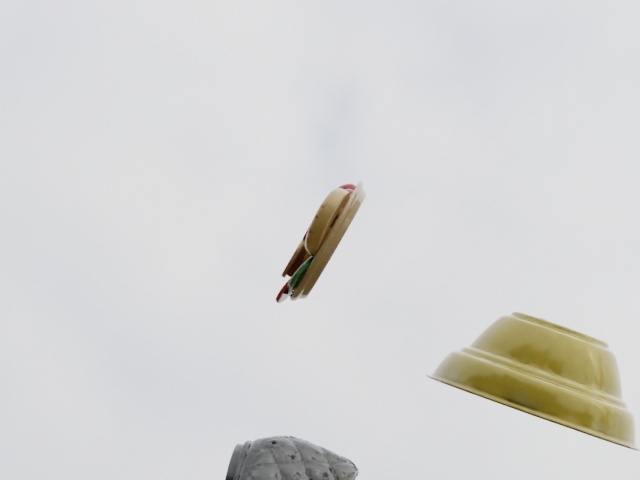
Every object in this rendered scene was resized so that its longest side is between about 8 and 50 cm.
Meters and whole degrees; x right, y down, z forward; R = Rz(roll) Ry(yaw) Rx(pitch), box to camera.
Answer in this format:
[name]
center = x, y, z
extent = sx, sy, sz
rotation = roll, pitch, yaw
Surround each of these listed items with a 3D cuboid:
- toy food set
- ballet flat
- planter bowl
[toy food set]
center = 0.000, 0.000, 0.943
extent = 0.020, 0.083, 0.083
rotation = 30, -67, -1
[ballet flat]
center = -0.018, 0.145, 0.575
extent = 0.049, 0.173, 0.057
rotation = 4, -34, 4
[planter bowl]
center = 0.217, 0.125, 1.572
extent = 0.217, 0.090, 0.217
rotation = 19, -3, 1
